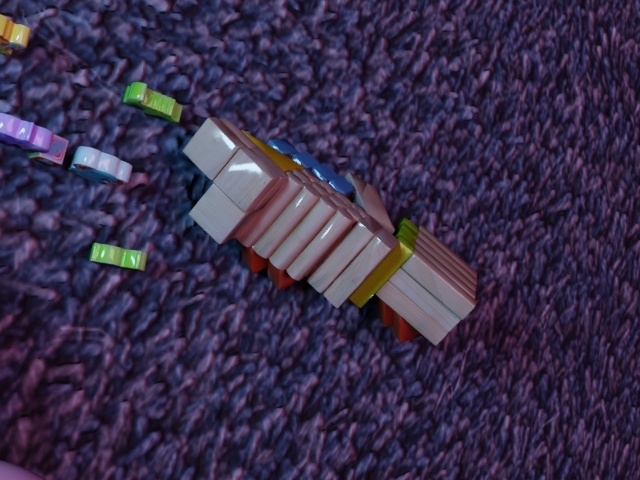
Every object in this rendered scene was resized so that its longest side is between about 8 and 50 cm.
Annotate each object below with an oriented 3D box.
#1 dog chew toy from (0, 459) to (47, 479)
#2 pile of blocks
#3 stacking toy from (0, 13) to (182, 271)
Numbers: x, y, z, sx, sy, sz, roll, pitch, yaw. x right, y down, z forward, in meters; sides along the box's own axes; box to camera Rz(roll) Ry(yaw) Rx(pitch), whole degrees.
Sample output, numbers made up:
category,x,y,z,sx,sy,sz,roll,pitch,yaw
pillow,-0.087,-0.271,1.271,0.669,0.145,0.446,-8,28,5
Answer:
category,x,y,z,sx,sy,sz,roll,pitch,yaw
dog chew toy,-0.272,0.230,0.606,0.332,0.206,0.206,13,80,-58
pile of blocks,0.000,0.000,1.088,0.362,0.149,0.112,32,112,-26
stacking toy,-0.219,-0.077,0.917,0.221,0.052,0.167,21,75,-39
